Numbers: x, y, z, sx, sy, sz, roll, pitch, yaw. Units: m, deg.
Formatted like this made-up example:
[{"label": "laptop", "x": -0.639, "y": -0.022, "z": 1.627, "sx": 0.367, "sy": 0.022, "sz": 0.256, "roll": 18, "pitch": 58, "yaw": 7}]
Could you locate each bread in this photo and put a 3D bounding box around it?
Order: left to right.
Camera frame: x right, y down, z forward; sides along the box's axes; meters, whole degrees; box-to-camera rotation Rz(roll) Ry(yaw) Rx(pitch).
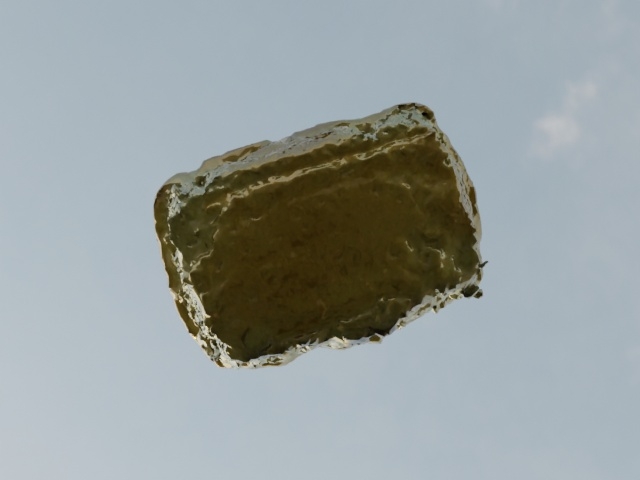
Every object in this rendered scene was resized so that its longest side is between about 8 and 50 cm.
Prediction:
[{"label": "bread", "x": 0.000, "y": 0.000, "z": 1.155, "sx": 0.245, "sy": 0.121, "sz": 0.174, "roll": -19, "pitch": -93, "yaw": 3}]
